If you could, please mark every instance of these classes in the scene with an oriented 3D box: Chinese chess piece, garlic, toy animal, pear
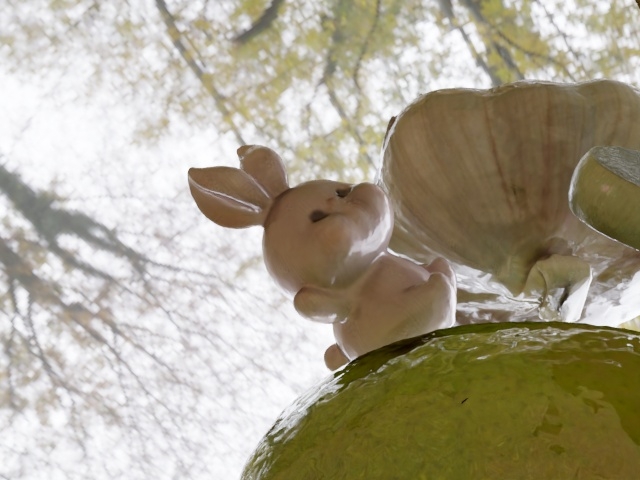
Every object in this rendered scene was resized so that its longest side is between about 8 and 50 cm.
[{"bbox_3d":[0.166,-0.018,0.584,0.084,0.084,0.034,36,-63,40],"label":"Chinese chess piece"},{"bbox_3d":[0.197,-0.014,1.093,0.322,0.322,0.241,-3,-121,26],"label":"garlic"},{"bbox_3d":[0.001,-0.001,0.840,0.212,0.124,0.124,45,-97,-1],"label":"toy animal"},{"bbox_3d":[0.138,0.222,0.625,0.391,0.391,0.391,-14,-127,19],"label":"pear"}]

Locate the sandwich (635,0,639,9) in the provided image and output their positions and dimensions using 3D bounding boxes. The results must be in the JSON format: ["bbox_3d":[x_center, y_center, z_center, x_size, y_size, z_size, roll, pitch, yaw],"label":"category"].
[{"bbox_3d":[0.334,-0.214,0.968,0.245,0.088,0.090,20,-156,9],"label":"sandwich"}]
